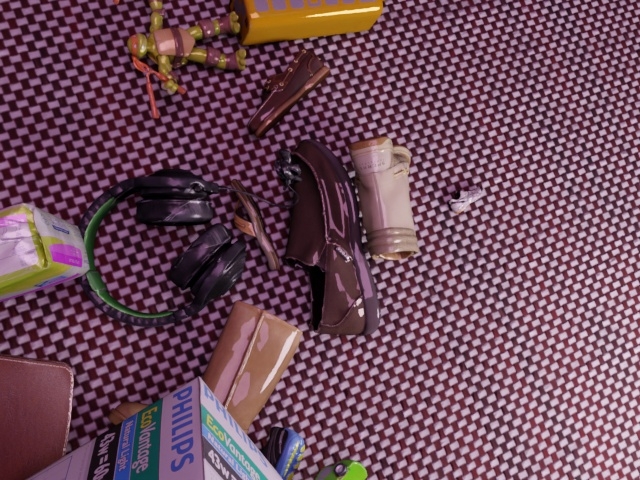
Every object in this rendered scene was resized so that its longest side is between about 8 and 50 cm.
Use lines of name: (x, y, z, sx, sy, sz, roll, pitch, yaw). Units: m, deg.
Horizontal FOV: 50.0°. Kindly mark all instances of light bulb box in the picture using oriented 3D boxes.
light bulb box: (-0.208, 0.438, 0.881, 0.361, 0.225, 0.357, -31, 115, 2)

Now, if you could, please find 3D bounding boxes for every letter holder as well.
letter holder: (-0.498, 0.311, 0.983, 0.215, 0.152, 0.301, 18, 74, -41)

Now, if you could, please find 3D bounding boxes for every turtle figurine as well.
turtle figurine: (-0.246, -0.334, 1.213, 0.218, 0.087, 0.269, -8, 74, -26)

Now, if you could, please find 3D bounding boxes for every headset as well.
headset: (-0.207, -0.018, 1.099, 0.394, 0.185, 0.243, -28, 88, -4)

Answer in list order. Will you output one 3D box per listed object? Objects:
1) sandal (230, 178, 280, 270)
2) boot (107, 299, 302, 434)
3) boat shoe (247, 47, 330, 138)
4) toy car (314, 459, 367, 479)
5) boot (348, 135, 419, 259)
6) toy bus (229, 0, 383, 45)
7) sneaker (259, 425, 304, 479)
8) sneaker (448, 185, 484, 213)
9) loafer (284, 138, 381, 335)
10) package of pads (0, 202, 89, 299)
sandal: (-0.124, -0.024, 1.212, 0.049, 0.072, 0.180, -23, 92, 2)
boot: (-0.185, 0.223, 1.135, 0.236, 0.089, 0.269, 31, 72, -21)
boat shoe: (-0.071, -0.274, 1.267, 0.073, 0.073, 0.207, 43, 64, -4)
toy car: (-0.017, 0.442, 1.117, 0.225, 0.053, 0.239, -45, 122, -11)
boot: (0.122, -0.066, 1.208, 0.095, 0.262, 0.203, -12, 87, 13)
toy bus: (0.001, -0.464, 1.301, 0.333, 0.108, 0.130, -13, 84, -19)
sneaker: (-0.095, 0.397, 1.143, 0.067, 0.078, 0.188, 33, 83, -52)
sneaker: (0.290, -0.089, 1.363, 0.083, 0.032, 0.037, -37, 92, -20)
loafer: (0.000, 0.000, 1.202, 0.130, 0.134, 0.365, -15, 85, -19)
package of pads: (-0.502, 0.044, 0.962, 0.297, 0.229, 0.101, -18, 87, -7)
